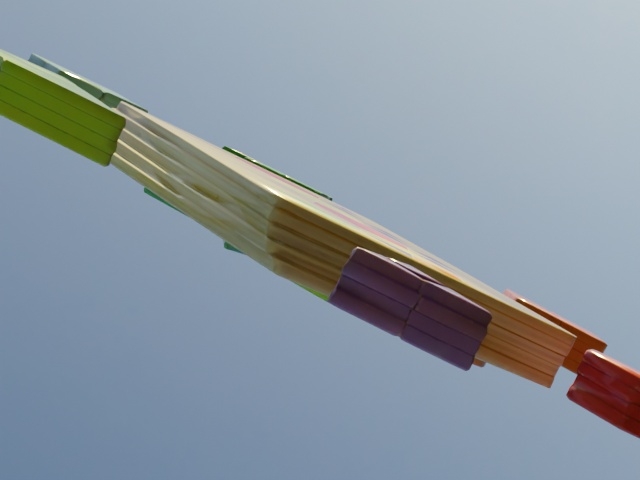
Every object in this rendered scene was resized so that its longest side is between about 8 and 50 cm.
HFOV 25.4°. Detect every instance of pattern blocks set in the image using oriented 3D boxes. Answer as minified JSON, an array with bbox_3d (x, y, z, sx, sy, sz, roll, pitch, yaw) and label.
[{"bbox_3d":[0.000,0.000,0.533,0.285,0.325,0.026,25,-86,-21],"label":"pattern blocks set"}]
